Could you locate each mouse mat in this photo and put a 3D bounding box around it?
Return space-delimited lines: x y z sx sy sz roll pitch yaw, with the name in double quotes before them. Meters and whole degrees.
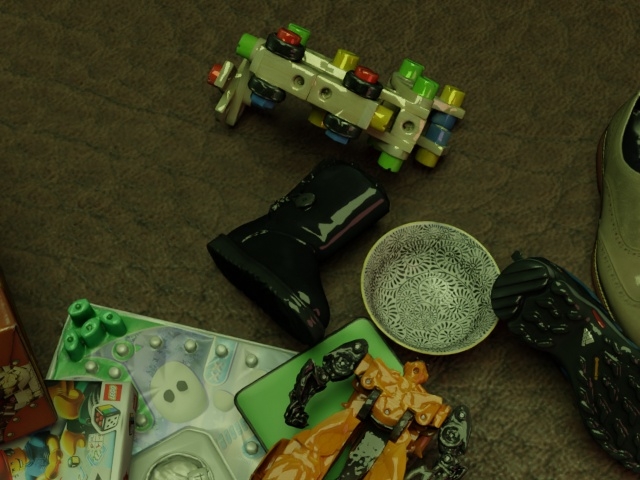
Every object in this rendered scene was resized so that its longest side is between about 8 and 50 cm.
"mouse mat" 0.016 0.188 1.552 0.190 0.007 0.152 -30 68 -13

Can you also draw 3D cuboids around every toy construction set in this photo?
"toy construction set" 0.012 -0.185 1.681 0.328 0.215 0.151 12 105 8

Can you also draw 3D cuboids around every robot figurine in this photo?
"robot figurine" 0.030 0.250 1.473 0.211 0.085 0.291 33 73 11

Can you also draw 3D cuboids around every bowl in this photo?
"bowl" 0.125 0.069 1.613 0.170 0.080 0.170 3 65 -7

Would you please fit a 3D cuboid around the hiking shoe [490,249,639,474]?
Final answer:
"hiking shoe" 0.325 0.132 1.566 0.113 0.132 0.304 -38 89 22

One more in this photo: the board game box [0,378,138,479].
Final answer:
"board game box" -0.312 0.300 1.484 0.193 0.053 0.305 1 64 5

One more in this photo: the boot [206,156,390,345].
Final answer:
"boot" 0.000 0.000 1.605 0.207 0.094 0.246 -37 33 -12

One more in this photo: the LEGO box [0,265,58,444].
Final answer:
"LEGO box" -0.556 0.041 1.519 0.372 0.193 0.500 -22 51 -12

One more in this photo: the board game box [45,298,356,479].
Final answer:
"board game box" -0.162 0.279 1.547 0.390 0.050 0.390 13 66 7

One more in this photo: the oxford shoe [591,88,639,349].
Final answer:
"oxford shoe" 0.388 -0.021 1.624 0.123 0.130 0.348 -4 65 0
